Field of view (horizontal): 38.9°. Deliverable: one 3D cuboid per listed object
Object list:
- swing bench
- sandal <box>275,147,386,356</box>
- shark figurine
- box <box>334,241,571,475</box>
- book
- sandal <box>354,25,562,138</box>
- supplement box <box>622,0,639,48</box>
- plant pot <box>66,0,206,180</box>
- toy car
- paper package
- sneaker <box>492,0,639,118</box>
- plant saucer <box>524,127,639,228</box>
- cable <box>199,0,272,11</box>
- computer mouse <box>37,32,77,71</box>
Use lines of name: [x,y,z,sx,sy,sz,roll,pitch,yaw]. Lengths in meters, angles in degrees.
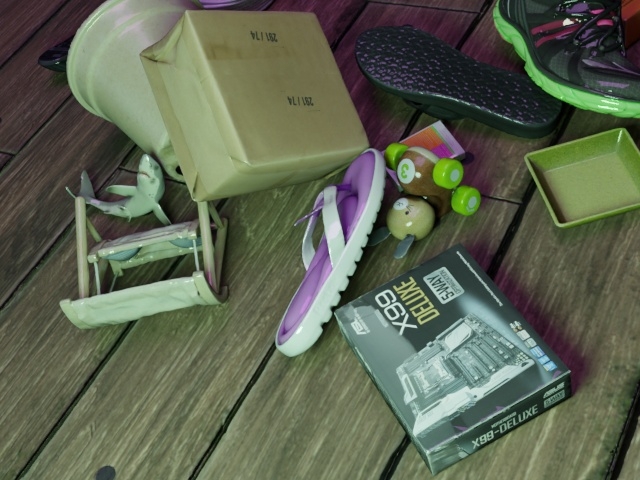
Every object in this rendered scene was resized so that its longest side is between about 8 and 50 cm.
swing bench: [-0.305,0.038,1.626,0.254,0.165,0.254,-11,52,7]
sandal: [0.008,-0.005,1.531,0.169,0.102,0.416,-32,32,56]
shark figurine: [-0.370,-0.098,1.814,0.278,0.166,0.116,-11,36,41]
box: [0.196,0.172,1.399,0.243,0.076,0.307,-27,47,-7]
book: [0.191,-0.160,1.731,0.144,0.035,0.096,-27,50,-6]
sandal: [0.256,-0.295,1.799,0.446,0.107,0.167,28,60,21]
supplement box: [0.557,-0.479,1.869,0.078,0.080,0.233,-37,47,-19]
plant pot: [-0.296,-0.297,1.840,0.334,0.333,0.305,-33,58,-12]
toy car: [0.155,-0.057,1.587,0.155,0.149,0.188,25,72,47]
paper package: [-0.113,-0.251,1.631,0.325,0.309,0.168,-16,-9,-44]
sneaker: [0.486,-0.393,1.706,0.185,0.202,0.482,2,40,-30]
plant saucer: [0.473,-0.100,1.577,0.189,0.045,0.188,-15,47,3]
cable: [-0.230,-0.636,2.252,0.257,0.089,0.257,-11,47,6]
computer mouse: [-0.557,-0.475,2.235,0.184,0.060,0.262,7,40,28]
